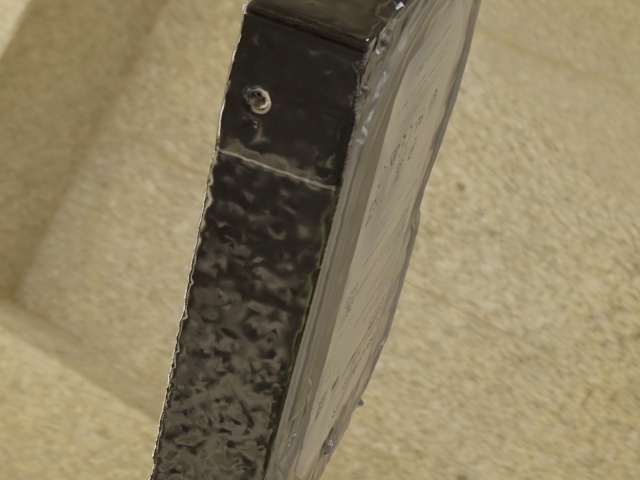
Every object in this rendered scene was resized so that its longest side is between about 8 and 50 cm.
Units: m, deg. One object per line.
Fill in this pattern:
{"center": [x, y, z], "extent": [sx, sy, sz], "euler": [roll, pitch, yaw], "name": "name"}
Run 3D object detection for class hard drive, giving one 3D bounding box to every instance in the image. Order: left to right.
{"center": [0.000, 0.000, 0.827], "extent": [0.064, 0.237, 0.339], "euler": [21, -57, 9], "name": "hard drive"}
